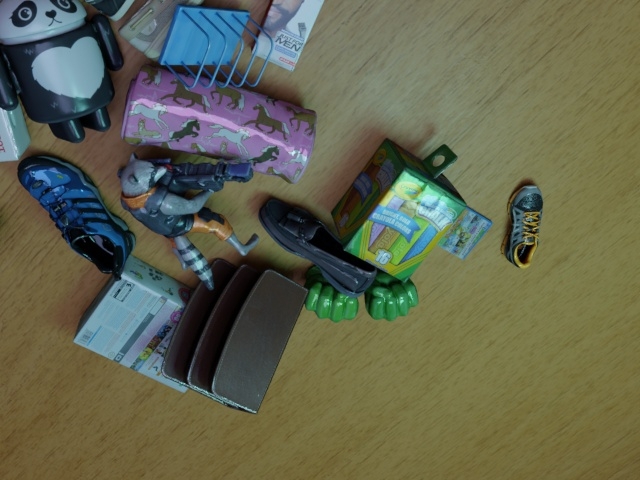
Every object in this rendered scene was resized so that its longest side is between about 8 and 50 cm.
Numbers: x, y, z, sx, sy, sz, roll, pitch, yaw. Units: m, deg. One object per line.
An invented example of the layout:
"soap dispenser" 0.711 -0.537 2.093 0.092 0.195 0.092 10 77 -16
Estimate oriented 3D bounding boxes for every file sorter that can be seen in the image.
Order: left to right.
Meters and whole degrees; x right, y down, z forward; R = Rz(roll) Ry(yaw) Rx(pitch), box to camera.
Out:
"file sorter" -0.190 -0.354 1.196 0.170 0.104 0.118 -17 147 -48

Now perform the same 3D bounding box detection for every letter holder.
"letter holder" -0.198 0.203 1.448 0.214 0.152 0.302 31 69 -21

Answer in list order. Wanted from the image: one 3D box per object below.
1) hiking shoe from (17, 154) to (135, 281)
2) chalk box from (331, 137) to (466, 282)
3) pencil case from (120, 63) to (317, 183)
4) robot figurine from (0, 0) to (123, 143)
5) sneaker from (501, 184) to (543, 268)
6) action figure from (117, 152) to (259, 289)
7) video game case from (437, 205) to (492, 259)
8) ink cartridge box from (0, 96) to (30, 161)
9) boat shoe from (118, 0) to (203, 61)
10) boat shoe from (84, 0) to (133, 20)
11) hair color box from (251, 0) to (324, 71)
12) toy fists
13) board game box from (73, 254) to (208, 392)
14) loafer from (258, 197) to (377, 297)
"hiking shoe" -0.512 -0.055 1.358 0.113 0.132 0.304 -37 117 12
"chalk box" 0.184 -0.092 1.415 0.179 0.180 0.289 28 110 -21
"pencil case" -0.196 -0.229 1.296 0.385 0.167 0.160 12 84 -14
"robot figurine" -0.487 -0.325 1.189 0.173 0.209 0.278 -6 120 10
"sneaker" 0.498 -0.030 1.549 0.084 0.083 0.215 -2 118 -5
"action figure" -0.269 -0.055 1.316 0.341 0.179 0.330 -3 145 35
"video game case" 0.320 -0.035 1.559 0.166 0.015 0.119 28 111 -21
"ink cartridge box" -0.712 -0.241 1.245 0.237 0.100 0.172 -6 119 -4
"boat shoe" -0.261 -0.473 1.183 0.098 0.109 0.302 34 114 -25
"boat shoe" -0.341 -0.509 1.155 0.079 0.084 0.233 28 114 -40
"hair color box" -0.064 -0.431 1.263 0.093 0.053 0.167 19 113 -17
"toy fists" 0.096 0.124 1.532 0.279 0.142 0.096 1 129 -9
"board game box" -0.393 0.205 1.541 0.303 0.097 0.224 33 109 -22
"loafer" 0.000 0.000 1.433 0.302 0.109 0.095 40 137 0
